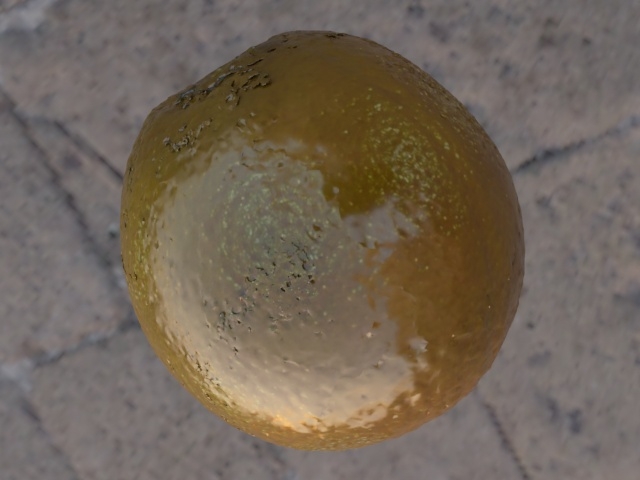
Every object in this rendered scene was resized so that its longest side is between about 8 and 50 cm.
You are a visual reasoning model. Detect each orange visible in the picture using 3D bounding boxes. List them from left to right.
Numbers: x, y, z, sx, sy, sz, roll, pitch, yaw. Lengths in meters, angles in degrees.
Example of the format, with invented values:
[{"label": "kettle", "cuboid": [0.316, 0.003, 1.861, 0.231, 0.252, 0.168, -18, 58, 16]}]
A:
[{"label": "orange", "cuboid": [0.000, 0.000, 1.280, 0.274, 0.274, 0.274, 9, 120, 16]}]
